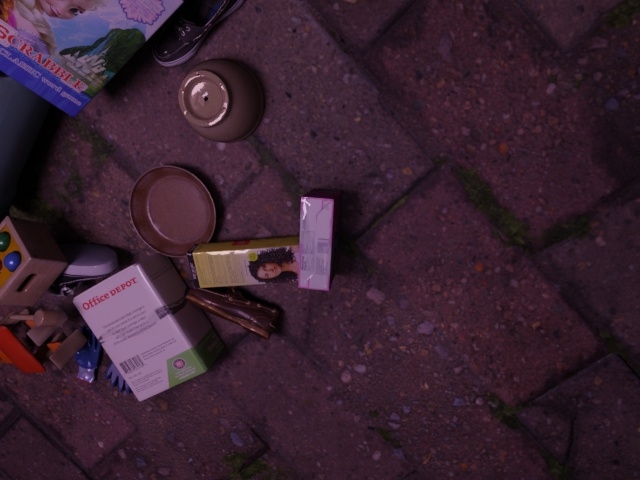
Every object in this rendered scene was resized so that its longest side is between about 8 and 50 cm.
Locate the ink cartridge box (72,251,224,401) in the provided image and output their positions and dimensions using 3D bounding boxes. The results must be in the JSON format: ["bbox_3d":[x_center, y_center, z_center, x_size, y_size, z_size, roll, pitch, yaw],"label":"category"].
[{"bbox_3d":[-0.378,0.189,0.972,0.198,0.115,0.273,-27,99,16],"label":"ink cartridge box"}]

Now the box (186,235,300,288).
[{"bbox_3d":[-0.151,0.045,0.901,0.232,0.058,0.087,-5,112,5],"label":"box"}]

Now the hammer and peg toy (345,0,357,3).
[{"bbox_3d":[-0.015,-0.548,0.650,0.266,0.127,0.361,12,114,-39],"label":"hammer and peg toy"}]

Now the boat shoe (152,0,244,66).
[{"bbox_3d":[-0.236,-0.411,0.804,0.228,0.076,0.080,-29,98,16],"label":"boat shoe"}]

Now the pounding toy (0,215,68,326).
[{"bbox_3d":[-0.607,0.089,0.868,0.181,0.094,0.206,-47,67,7],"label":"pounding toy"}]

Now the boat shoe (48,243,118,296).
[{"bbox_3d":[-0.585,0.073,0.984,0.306,0.113,0.105,0,111,14],"label":"boat shoe"}]

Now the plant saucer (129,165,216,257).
[{"bbox_3d":[-0.312,-0.063,0.933,0.198,0.036,0.198,3,104,10],"label":"plant saucer"}]

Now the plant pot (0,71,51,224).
[{"bbox_3d":[-0.710,-0.229,0.831,0.341,0.341,0.334,37,100,-1],"label":"plant pot"}]

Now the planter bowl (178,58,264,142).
[{"bbox_3d":[-0.200,-0.264,0.820,0.162,0.109,0.162,3,105,11],"label":"planter bowl"}]

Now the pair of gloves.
[{"bbox_3d":[-0.535,0.297,1.080,0.198,0.023,0.159,16,105,5],"label":"pair of gloves"}]

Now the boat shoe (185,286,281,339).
[{"bbox_3d":[-0.189,0.145,0.954,0.207,0.073,0.073,24,70,0],"label":"boat shoe"}]

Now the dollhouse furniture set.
[{"bbox_3d":[-0.728,0.211,0.986,0.262,0.135,0.259,-10,120,21],"label":"dollhouse furniture set"}]

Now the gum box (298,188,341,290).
[{"bbox_3d":[0.000,0.000,0.853,0.062,0.107,0.188,6,106,9],"label":"gum box"}]

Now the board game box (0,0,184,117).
[{"bbox_3d":[-0.439,-0.397,0.671,0.318,0.066,0.319,-33,136,23],"label":"board game box"}]
